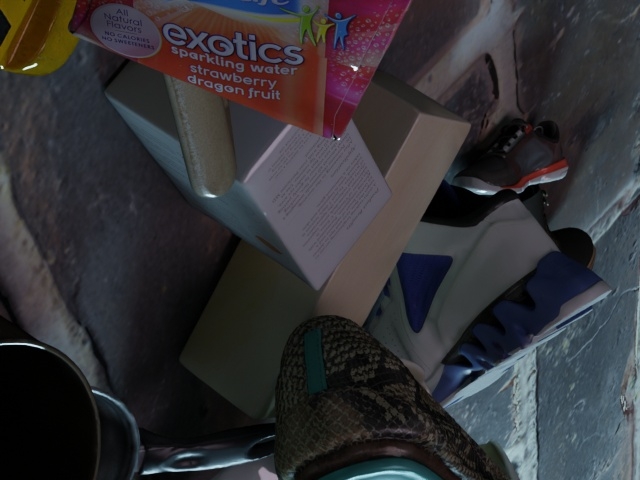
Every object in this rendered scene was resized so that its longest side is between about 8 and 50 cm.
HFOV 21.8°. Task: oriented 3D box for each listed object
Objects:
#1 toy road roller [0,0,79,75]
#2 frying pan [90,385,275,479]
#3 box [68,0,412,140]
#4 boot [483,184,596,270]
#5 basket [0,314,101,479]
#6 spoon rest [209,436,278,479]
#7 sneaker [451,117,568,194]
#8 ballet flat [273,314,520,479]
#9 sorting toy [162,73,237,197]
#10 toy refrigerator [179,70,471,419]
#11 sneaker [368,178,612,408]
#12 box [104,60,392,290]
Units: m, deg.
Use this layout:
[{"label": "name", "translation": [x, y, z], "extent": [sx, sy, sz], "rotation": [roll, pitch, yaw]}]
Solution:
[{"label": "toy road roller", "translation": [-0.176, -0.195, 0.726], "extent": [0.330, 0.202, 0.240], "rotation": [-60, 166, 9]}, {"label": "frying pan", "translation": [-0.164, 0.143, 1.174], "extent": [0.326, 0.053, 0.197], "rotation": [-28, 140, -23]}, {"label": "box", "translation": [-0.002, -0.189, 0.727], "extent": [0.123, 0.128, 0.257], "rotation": [120, -9, -52]}, {"label": "boot", "translation": [0.221, -0.011, 1.651], "extent": [0.198, 0.077, 0.137], "rotation": [-26, 134, -45]}, {"label": "basket", "translation": [-0.245, 0.070, 0.843], "extent": [0.154, 0.227, 0.204], "rotation": [-42, 148, -24]}, {"label": "spoon rest", "translation": [-0.097, 0.235, 1.362], "extent": [0.276, 0.084, 0.137], "rotation": [-47, 163, 7]}, {"label": "sneaker", "translation": [0.171, -0.079, 1.535], "extent": [0.158, 0.061, 0.065], "rotation": [-18, 107, -50]}, {"label": "ballet flat", "translation": [0.096, 0.205, 1.358], "extent": [0.164, 0.182, 0.483], "rotation": [-21, 141, 14]}, {"label": "sorting toy", "translation": [-0.071, -0.201, 0.891], "extent": [0.041, 0.229, 0.307], "rotation": [-6, 142, 3]}, {"label": "toy refrigerator", "translation": [0.000, 0.000, 1.297], "extent": [0.102, 0.094, 0.270], "rotation": [2, 120, -62]}, {"label": "sneaker", "translation": [0.101, 0.047, 1.471], "extent": [0.127, 0.182, 0.315], "rotation": [-19, 163, -46]}, {"label": "box", "translation": [-0.044, -0.064, 1.119], "extent": [0.091, 0.130, 0.170], "rotation": [-52, 152, -10]}]
